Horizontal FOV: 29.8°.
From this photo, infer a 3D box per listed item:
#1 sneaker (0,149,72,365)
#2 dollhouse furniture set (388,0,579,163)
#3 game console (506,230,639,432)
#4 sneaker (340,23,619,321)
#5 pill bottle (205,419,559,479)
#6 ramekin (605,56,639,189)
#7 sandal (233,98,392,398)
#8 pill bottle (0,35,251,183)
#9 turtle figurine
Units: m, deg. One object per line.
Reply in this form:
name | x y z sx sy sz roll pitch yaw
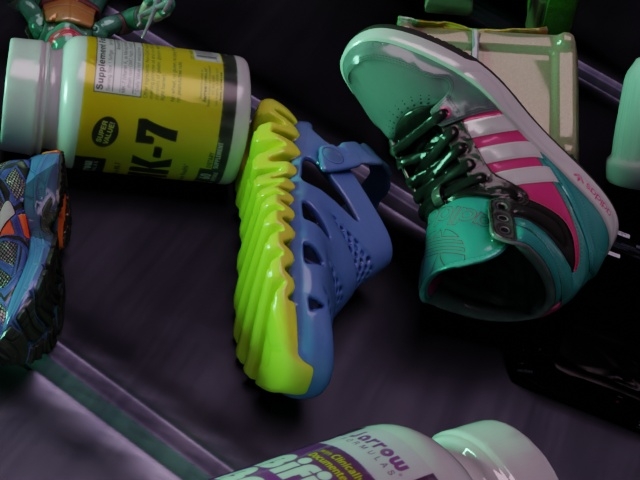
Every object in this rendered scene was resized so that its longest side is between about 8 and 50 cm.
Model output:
sneaker | -0.246 0.015 0.946 0.087 0.083 0.221 -3 39 -4
dollhouse furniture set | 0.178 -0.190 1.315 0.197 0.151 0.302 4 67 2
game console | 0.352 0.107 1.080 0.361 0.044 0.213 22 43 4
sneaker | 0.110 -0.038 1.009 0.295 0.124 0.178 40 46 -5
pill bottle | 0.007 0.211 0.748 0.301 0.169 0.169 -14 51 -31
ramekin | 0.418 -0.119 1.180 0.272 0.127 0.273 -1 10 0
sandal | 0.000 0.000 1.011 0.138 0.126 0.317 13 43 -13
pill bottle | -0.174 -0.118 1.070 0.208 0.119 0.119 5 43 -14
turtle figurine | -0.243 -0.230 1.168 0.175 0.118 0.234 18 24 -23
